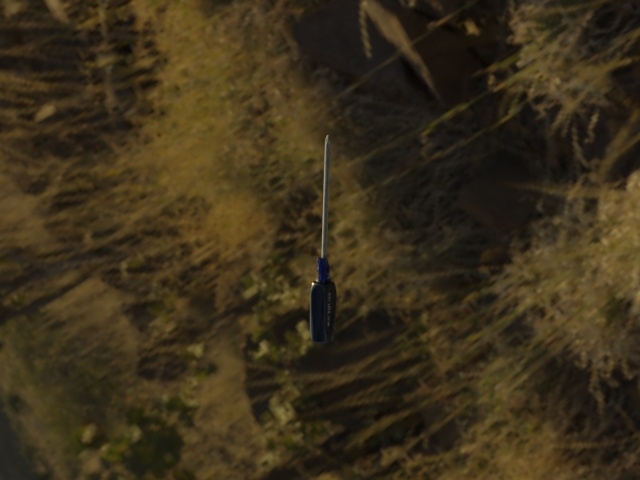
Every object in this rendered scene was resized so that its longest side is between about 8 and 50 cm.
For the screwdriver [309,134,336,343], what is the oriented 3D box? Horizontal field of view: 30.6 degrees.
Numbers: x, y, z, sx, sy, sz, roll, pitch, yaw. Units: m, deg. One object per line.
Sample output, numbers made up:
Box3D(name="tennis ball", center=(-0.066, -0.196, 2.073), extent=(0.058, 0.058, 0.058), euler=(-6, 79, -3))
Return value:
Box3D(name="screwdriver", center=(0.000, 0.000, 0.948), extent=(0.024, 0.025, 0.169), euler=(-115, 22, -83))
